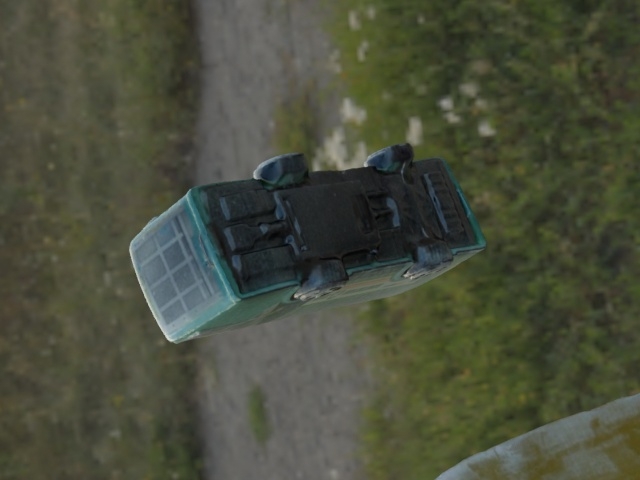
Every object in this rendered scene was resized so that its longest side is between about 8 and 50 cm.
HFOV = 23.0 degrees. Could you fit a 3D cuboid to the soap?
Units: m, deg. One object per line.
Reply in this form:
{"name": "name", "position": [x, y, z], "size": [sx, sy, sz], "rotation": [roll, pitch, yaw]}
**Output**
{"name": "soap", "position": [0.073, 0.156, 0.679], "size": [0.073, 0.140, 0.232], "rotation": [63, 151, 23]}

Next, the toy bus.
{"name": "toy bus", "position": [0.000, 0.000, 1.007], "size": [0.109, 0.261, 0.091], "rotation": [-32, 74, 35]}
